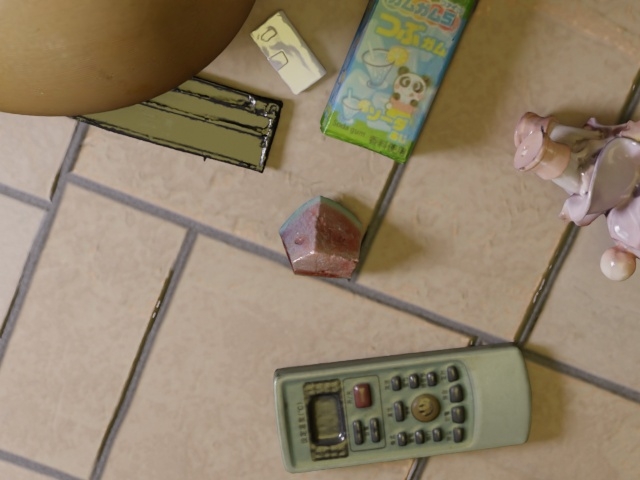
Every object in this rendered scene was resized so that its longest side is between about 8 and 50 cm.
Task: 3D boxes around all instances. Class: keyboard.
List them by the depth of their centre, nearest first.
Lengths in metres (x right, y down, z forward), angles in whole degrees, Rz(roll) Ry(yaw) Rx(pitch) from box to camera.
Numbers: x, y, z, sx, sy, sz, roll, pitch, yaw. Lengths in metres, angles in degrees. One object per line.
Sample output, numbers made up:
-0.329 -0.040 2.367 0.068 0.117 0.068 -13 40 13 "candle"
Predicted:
-0.170 -0.141 1.447 0.251 0.017 0.087 15 103 -6 "keyboard"

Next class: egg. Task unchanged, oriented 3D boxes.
-0.232 -0.266 1.267 0.374 0.301 0.301 -9 105 9 "egg"

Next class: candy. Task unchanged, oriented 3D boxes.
0.078 -0.185 1.416 0.097 0.062 0.194 21 103 -6 "candy"

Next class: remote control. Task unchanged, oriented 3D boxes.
0.092 0.186 1.528 0.286 0.038 0.123 -5 104 0 "remote control"

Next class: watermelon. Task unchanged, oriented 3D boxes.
0.005 -0.001 1.462 0.085 0.072 0.092 -4 101 -18 "watermelon"

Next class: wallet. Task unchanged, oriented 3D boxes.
-0.034 -0.197 1.437 0.044 0.011 0.083 -36 103 8 "wallet"

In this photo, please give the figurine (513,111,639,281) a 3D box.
0.330 -0.057 1.418 0.276 0.133 0.200 21 87 -8 "figurine"
